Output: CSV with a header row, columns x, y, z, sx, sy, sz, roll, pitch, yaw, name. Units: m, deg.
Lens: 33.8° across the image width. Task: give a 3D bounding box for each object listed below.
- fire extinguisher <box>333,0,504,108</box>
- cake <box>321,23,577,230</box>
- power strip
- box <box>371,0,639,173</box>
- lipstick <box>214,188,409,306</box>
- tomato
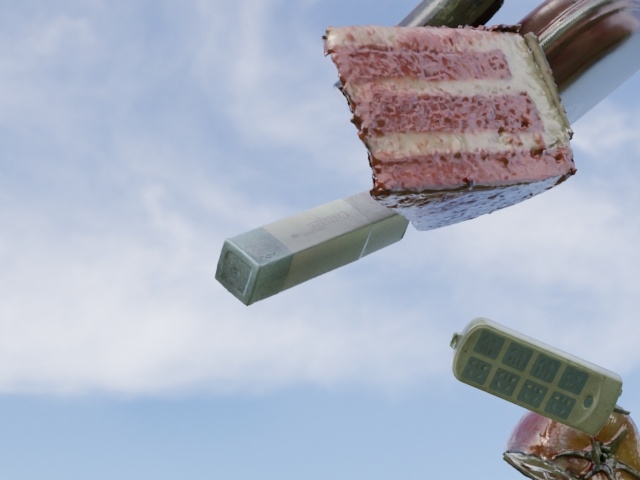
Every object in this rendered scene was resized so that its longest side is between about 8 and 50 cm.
x,y,z,sx,sy,sz,roll,pitch,yaw,name
0.137,-0.239,1.191,0.267,0.089,0.072,-44,-63,-1,fire extinguisher
0.067,-0.091,0.887,0.262,0.158,0.159,-8,-13,-43,cake
0.257,0.161,1.229,0.226,0.029,0.080,22,-77,0,power strip
0.244,-0.171,1.331,0.404,0.108,0.263,-40,-15,28,box
0.000,0.000,1.396,0.317,0.066,0.068,-21,-40,-46,lipstick
0.396,0.308,1.581,0.214,0.155,0.180,33,-21,-13,tomato
